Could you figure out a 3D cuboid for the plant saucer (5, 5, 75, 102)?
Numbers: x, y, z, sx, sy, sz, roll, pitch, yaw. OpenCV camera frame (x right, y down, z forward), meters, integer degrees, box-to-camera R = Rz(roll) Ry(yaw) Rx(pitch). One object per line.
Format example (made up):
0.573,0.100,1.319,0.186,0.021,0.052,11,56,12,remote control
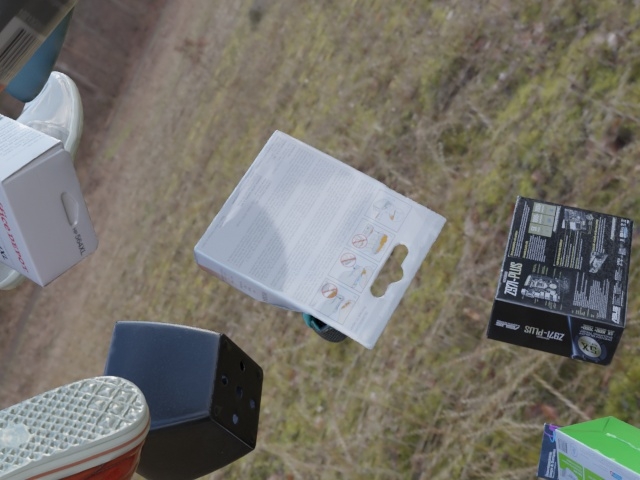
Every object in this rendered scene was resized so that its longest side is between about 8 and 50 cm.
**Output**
-0.231,-0.269,0.690,0.317,0.043,0.318,-16,71,58,plant saucer

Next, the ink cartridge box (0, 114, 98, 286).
-0.357,-0.058,0.972,0.086,0.203,0.148,-42,-40,-34,ink cartridge box

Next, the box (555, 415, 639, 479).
0.510,0.444,1.442,0.262,0.126,0.231,-166,68,-73,box

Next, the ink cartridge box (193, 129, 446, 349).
0.000,0.000,0.784,0.145,0.179,0.045,-58,-9,-21,ink cartridge box

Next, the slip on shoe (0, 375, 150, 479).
-0.306,0.216,0.759,0.123,0.331,0.101,47,142,45,slip on shoe

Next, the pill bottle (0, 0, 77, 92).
-0.158,-0.225,0.465,0.283,0.161,0.161,-50,16,1,pill bottle

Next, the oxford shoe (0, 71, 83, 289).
-0.527,-0.132,1.535,0.169,0.130,0.450,-18,51,34,oxford shoe

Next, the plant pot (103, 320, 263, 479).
-0.185,0.221,1.232,0.166,0.188,0.188,-13,52,23,plant pot

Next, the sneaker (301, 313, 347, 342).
0.000,0.074,0.960,0.167,0.064,0.076,70,-166,-50,sneaker

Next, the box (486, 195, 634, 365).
0.292,0.046,1.063,0.078,0.147,0.180,90,-164,-47,box

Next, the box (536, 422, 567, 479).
0.540,0.455,1.833,0.029,0.162,0.116,9,-90,-62,box
